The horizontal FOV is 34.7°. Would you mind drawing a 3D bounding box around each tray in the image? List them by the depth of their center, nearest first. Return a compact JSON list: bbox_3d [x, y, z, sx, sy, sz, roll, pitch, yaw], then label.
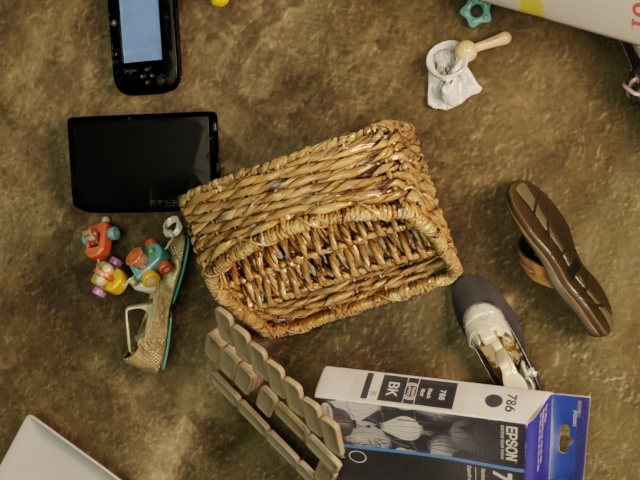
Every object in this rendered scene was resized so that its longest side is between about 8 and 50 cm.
[{"bbox_3d":[-0.346,0.381,1.491,0.270,0.030,0.145,33,102,10],"label":"tray"}]

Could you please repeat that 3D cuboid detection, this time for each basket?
[{"bbox_3d":[0.000,0.000,1.265,0.299,0.213,0.223,-17,90,16],"label":"basket"}]

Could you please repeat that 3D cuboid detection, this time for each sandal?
[{"bbox_3d":[0.286,0.028,1.269,0.060,0.090,0.219,-31,94,38],"label":"sandal"}]

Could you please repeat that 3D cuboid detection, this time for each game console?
[{"bbox_3d":[-0.250,-0.218,1.397,0.213,0.044,0.361,-1,96,15],"label":"game console"}]

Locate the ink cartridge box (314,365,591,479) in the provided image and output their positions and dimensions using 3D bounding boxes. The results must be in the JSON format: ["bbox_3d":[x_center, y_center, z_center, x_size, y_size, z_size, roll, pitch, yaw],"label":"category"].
[{"bbox_3d":[0.164,0.251,1.283,0.332,0.065,0.165,3,128,16],"label":"ink cartridge box"}]

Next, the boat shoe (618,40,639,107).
[{"bbox_3d":[0.422,-0.133,1.191,0.095,0.112,0.335,-36,89,11],"label":"boat shoe"}]

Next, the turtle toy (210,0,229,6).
[{"bbox_3d":[-0.124,-0.353,1.342,0.130,0.066,0.095,-11,92,17],"label":"turtle toy"}]

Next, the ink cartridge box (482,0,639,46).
[{"bbox_3d":[0.239,-0.388,1.083,0.384,0.279,0.160,23,65,23],"label":"ink cartridge box"}]

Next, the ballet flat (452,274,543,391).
[{"bbox_3d":[0.227,0.137,1.291,0.074,0.074,0.203,-27,88,16],"label":"ballet flat"}]

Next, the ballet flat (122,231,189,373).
[{"bbox_3d":[-0.231,0.084,1.405,0.067,0.073,0.206,10,97,-18],"label":"ballet flat"}]

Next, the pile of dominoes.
[{"bbox_3d":[-0.052,0.203,1.332,0.251,0.040,0.196,43,149,16],"label":"pile of dominoes"}]

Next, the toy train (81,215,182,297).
[{"bbox_3d":[-0.270,0.011,1.388,0.166,0.046,0.125,-8,64,29],"label":"toy train"}]

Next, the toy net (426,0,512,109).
[{"bbox_3d":[0.184,-0.275,1.276,0.122,0.045,0.232,32,103,10],"label":"toy net"}]
